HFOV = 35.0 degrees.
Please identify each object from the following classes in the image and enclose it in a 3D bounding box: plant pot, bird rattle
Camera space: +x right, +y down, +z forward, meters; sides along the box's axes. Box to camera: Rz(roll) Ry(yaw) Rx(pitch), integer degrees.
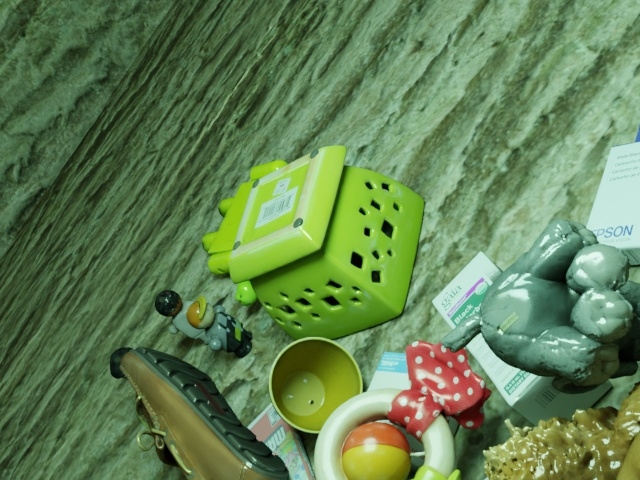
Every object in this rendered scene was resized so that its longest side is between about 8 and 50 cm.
[{"bbox_3d":[-0.017,0.213,1.455,0.134,0.134,0.095,-65,6,-21],"label":"plant pot"},{"bbox_3d":[0.000,0.000,1.561,0.228,0.207,0.227,-22,41,41],"label":"plant pot"},{"bbox_3d":[0.093,0.234,1.147,0.207,0.143,0.253,-7,68,11],"label":"bird rattle"}]

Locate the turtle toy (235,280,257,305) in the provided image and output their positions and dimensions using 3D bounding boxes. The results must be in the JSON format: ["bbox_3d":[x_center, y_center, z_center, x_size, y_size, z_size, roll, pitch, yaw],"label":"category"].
[{"bbox_3d":[-0.094,0.063,1.769,0.130,0.066,0.095,-53,29,0],"label":"turtle toy"}]

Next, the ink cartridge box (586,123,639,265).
[{"bbox_3d":[0.430,-0.077,1.192,0.223,0.045,0.224,-9,51,52],"label":"ink cartridge box"}]

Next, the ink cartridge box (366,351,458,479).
[{"bbox_3d":[0.108,0.226,1.278,0.090,0.092,0.143,-2,56,55],"label":"ink cartridge box"}]

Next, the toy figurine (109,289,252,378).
[{"bbox_3d":[-0.245,0.192,1.762,0.209,0.148,0.213,-59,29,-10],"label":"toy figurine"}]

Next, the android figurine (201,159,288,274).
[{"bbox_3d":[-0.127,-0.044,1.946,0.273,0.056,0.248,-8,52,54],"label":"android figurine"}]

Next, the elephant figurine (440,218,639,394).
[{"bbox_3d":[0.282,0.085,1.025,0.186,0.239,0.169,30,97,38],"label":"elephant figurine"}]

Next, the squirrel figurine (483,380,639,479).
[{"bbox_3d":[0.277,0.300,0.853,0.370,0.281,0.397,-56,13,16],"label":"squirrel figurine"}]

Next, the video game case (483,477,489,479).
[{"bbox_3d":[0.231,0.286,1.121,0.087,0.011,0.122,-44,30,16],"label":"video game case"}]

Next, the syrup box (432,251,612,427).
[{"bbox_3d":[0.233,0.119,1.212,0.093,0.096,0.237,-47,31,9],"label":"syrup box"}]

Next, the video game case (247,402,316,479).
[{"bbox_3d":[-0.090,0.380,1.465,0.204,0.025,0.285,-46,30,11],"label":"video game case"}]

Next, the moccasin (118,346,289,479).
[{"bbox_3d":[-0.195,0.289,1.508,0.380,0.139,0.147,38,99,36],"label":"moccasin"}]
